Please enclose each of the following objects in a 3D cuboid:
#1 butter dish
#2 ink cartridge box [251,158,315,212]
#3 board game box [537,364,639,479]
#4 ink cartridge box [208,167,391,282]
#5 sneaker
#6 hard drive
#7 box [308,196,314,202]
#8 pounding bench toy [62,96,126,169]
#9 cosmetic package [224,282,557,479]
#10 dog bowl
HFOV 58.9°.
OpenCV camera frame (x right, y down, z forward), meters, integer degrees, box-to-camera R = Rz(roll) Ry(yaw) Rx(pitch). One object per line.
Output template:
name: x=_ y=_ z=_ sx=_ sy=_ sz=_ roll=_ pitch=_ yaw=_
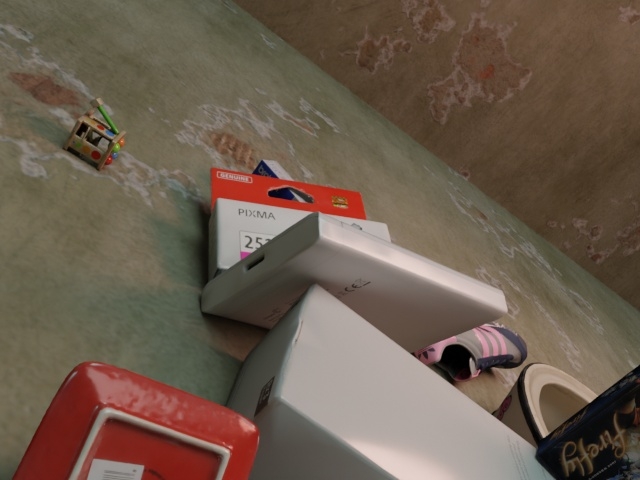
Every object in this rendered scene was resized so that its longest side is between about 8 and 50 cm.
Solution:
butter dish: x=-0.152 y=0.186 z=0.425 sx=0.159 sy=0.118 sz=0.160 roll=31 pitch=66 yaw=-27
ink cartridge box: x=-0.054 y=-0.035 z=0.974 sx=0.207 sy=0.097 sz=0.046 roll=48 pitch=25 yaw=19
board game box: x=0.394 y=0.225 z=0.630 sx=0.165 sy=0.243 sz=0.042 roll=45 pitch=22 yaw=12
ink cartridge box: x=-0.029 y=-0.024 z=0.861 sx=0.274 sy=0.060 sz=0.239 roll=8 pitch=50 yaw=-20
sneaker: x=0.280 y=0.214 z=1.060 sx=0.318 sy=0.112 sz=0.131 roll=23 pitch=45 yaw=-29
hard drive: x=0.054 y=0.081 z=0.764 sx=0.353 sy=0.233 sz=0.047 roll=22 pitch=51 yaw=-36
box: x=-0.002 y=-0.055 z=1.179 sx=0.136 sy=0.028 sz=0.081 roll=26 pitch=27 yaw=-35
pounding bench toy: x=-0.312 y=-0.154 z=0.811 sx=0.065 sy=0.083 sz=0.052 roll=32 pitch=24 yaw=-16
cosmetic package: x=0.082 y=0.248 z=0.611 sx=0.385 sy=0.156 sz=0.217 roll=37 pitch=23 yaw=-6
dog bowl: x=0.406 y=0.393 z=0.849 sx=0.407 sy=0.150 sz=0.408 roll=32 pitch=25 yaw=-17
